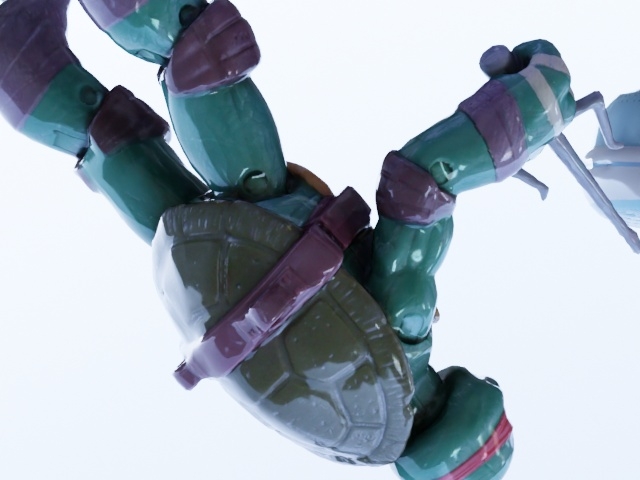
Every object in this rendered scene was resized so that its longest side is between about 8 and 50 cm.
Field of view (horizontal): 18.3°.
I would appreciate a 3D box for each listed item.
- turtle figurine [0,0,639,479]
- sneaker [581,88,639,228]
[{"bbox_3d":[0.000,0.000,0.593,0.234,0.175,0.118,46,-144,-6],"label":"turtle figurine"},{"bbox_3d":[0.251,-0.113,0.797,0.319,0.208,0.127,-7,177,-4],"label":"sneaker"}]
